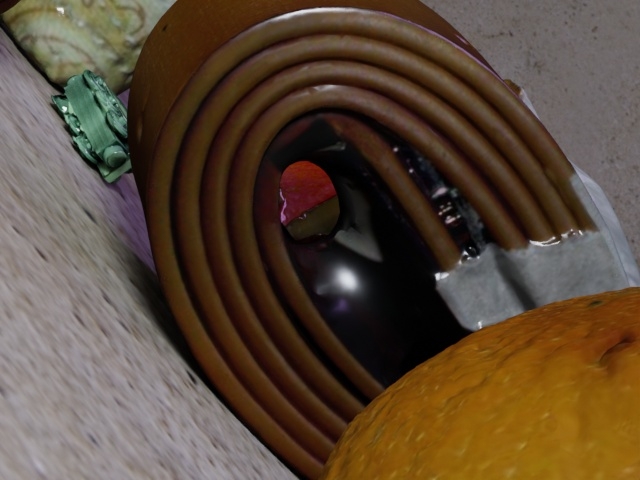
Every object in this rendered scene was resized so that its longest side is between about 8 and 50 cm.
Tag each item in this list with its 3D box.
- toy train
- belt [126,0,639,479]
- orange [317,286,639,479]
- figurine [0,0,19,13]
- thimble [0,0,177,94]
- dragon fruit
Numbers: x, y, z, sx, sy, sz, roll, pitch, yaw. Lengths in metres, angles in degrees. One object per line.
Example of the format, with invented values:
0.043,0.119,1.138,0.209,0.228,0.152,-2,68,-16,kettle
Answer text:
-0.127,-0.065,0.842,0.053,0.033,0.083,50,4,-49,toy train
0.041,0.009,0.747,0.339,0.217,0.122,50,6,-26,belt
0.118,0.137,0.403,0.264,0.264,0.264,50,5,-7,orange
-0.198,-0.165,0.784,0.154,0.082,0.098,56,-12,42,figurine
-0.143,-0.190,0.941,0.137,0.143,0.190,45,8,-45,thimble
0.000,0.000,0.944,0.133,0.207,0.150,68,-30,27,dragon fruit
